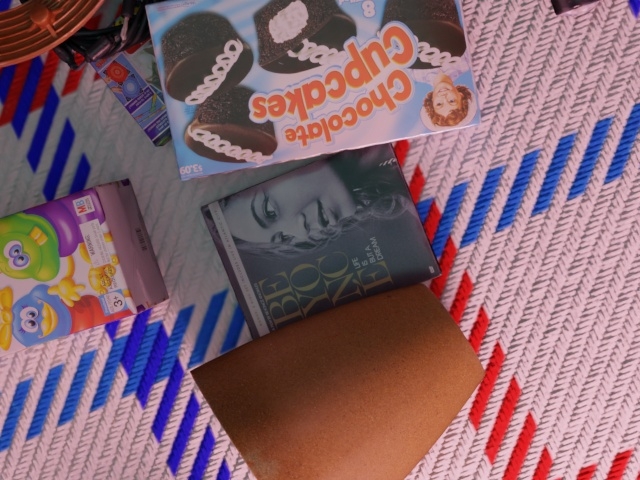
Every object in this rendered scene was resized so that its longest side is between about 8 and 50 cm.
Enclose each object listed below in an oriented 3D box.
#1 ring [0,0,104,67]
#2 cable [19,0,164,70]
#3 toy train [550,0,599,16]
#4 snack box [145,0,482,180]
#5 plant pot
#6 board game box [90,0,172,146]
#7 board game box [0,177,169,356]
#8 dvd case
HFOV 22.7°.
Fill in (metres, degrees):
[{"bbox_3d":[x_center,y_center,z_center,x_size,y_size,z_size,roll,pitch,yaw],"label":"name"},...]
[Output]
[{"bbox_3d":[-0.359,-0.350,1.705,0.336,0.032,0.337,-2,80,12],"label":"ring"},{"bbox_3d":[-0.249,-0.282,1.705,0.150,0.047,0.184,-34,72,12],"label":"cable"},{"bbox_3d":[0.248,-0.399,1.596,0.190,0.142,0.334,-20,92,1],"label":"toy train"},{"bbox_3d":[-0.006,-0.183,1.659,0.322,0.060,0.187,-11,98,0],"label":"snack box"},{"bbox_3d":[0.035,0.164,1.649,0.254,0.237,0.237,-33,90,-3],"label":"plant pot"},{"bbox_3d":[-0.141,-0.216,1.720,0.201,0.035,0.136,-38,88,11],"label":"board game box"},{"bbox_3d":[-0.328,0.045,1.720,0.275,0.142,0.144,-18,92,10],"label":"board game box"},{"bbox_3d":[0.000,0.000,1.727,0.221,0.018,0.165,-21,92,11],"label":"dvd case"}]
